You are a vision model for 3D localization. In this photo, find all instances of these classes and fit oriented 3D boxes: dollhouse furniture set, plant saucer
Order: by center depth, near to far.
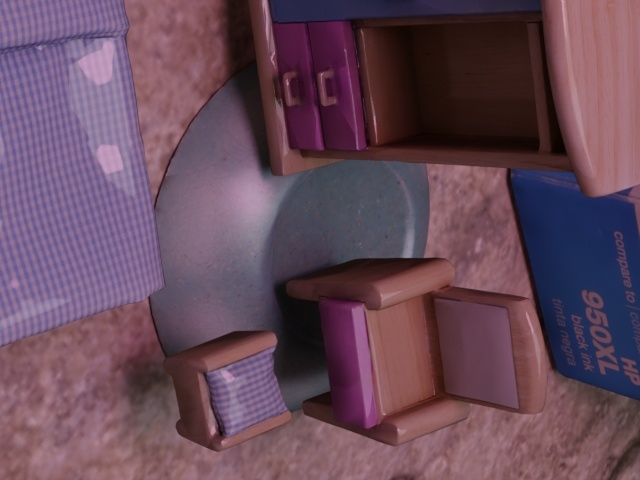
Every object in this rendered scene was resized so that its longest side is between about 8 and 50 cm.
[{"bbox_3d":[-0.042,-0.018,0.627,0.303,0.198,0.286,-17,105,-37],"label":"dollhouse furniture set"},{"bbox_3d":[0.000,0.000,0.829,0.195,0.037,0.195,-15,112,-42],"label":"plant saucer"}]

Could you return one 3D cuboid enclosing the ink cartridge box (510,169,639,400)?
[{"bbox_3d":[0.355,-0.010,0.925,0.285,0.395,0.166,-37,126,-31],"label":"ink cartridge box"}]
